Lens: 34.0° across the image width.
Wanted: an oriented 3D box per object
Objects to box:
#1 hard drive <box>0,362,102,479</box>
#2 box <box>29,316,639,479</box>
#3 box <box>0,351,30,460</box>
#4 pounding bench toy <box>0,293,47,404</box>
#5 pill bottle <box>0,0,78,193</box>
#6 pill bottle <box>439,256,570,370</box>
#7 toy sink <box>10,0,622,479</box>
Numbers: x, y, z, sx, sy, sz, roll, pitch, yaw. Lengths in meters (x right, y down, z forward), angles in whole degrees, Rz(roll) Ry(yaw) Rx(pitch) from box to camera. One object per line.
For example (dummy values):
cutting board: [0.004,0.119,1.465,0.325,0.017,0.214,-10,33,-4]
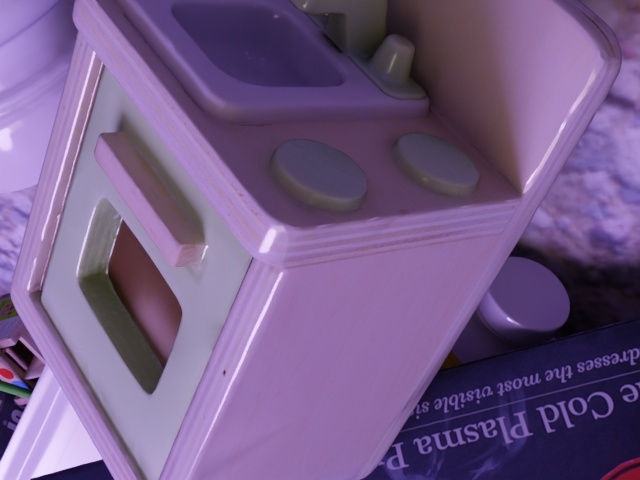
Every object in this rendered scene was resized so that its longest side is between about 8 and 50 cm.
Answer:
hard drive: [-0.030,0.190,0.679,0.353,0.047,0.233,26,98,-3]
box: [0.060,0.241,0.490,0.343,0.312,0.179,-16,145,3]
box: [-0.401,0.106,0.753,0.318,0.097,0.395,-21,135,34]
pounding bench toy: [-0.200,0.084,0.707,0.052,0.083,0.065,-15,124,33]
pill bottle: [-0.172,-0.137,0.442,0.131,0.131,0.229,-9,129,29]
pill bottle: [0.089,0.062,0.578,0.065,0.065,0.116,24,138,-2]
toy sink: [-0.022,-0.019,0.417,0.152,0.131,0.234,51,131,31]
